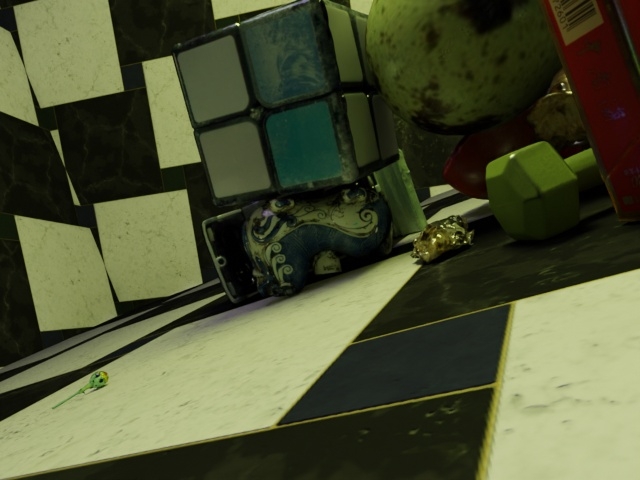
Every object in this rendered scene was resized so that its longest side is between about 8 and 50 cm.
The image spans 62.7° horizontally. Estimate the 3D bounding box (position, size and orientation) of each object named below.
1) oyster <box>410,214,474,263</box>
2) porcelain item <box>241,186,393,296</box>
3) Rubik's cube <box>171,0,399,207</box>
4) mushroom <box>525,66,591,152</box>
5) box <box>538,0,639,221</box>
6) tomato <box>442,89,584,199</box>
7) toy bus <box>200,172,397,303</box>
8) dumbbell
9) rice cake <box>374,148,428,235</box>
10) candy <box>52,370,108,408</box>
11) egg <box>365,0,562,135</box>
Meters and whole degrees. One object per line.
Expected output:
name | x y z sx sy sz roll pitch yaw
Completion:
oyster | 0.178 -0.004 0.786 0.103 0.051 0.148 -28 11 12
porcelain item | 0.000 0.000 0.992 0.288 0.186 0.138 -9 2 -9
Rubik's cube | -0.048 -0.263 1.035 0.318 0.316 0.313 -6 14 26
mushroom | 0.507 -0.274 0.851 0.356 0.334 0.331 6 -7 5
box | 0.342 -0.198 0.509 0.197 0.313 0.089 -22 3 -15
tomato | 0.443 -0.182 1.159 0.335 0.176 0.289 -24 -17 -37
toy bus | -0.069 -0.017 1.294 0.440 0.209 0.249 -22 3 -20
dumbbell | 0.353 -0.097 0.636 0.302 0.108 0.121 -21 2 -6
rice cake | 0.184 -0.115 1.277 0.038 0.211 0.124 -27 6 -33
candy | -0.346 0.218 0.759 0.083 0.025 0.023 -33 -19 -35
egg | 0.274 -0.384 0.928 0.428 0.345 0.345 -46 8 -12
